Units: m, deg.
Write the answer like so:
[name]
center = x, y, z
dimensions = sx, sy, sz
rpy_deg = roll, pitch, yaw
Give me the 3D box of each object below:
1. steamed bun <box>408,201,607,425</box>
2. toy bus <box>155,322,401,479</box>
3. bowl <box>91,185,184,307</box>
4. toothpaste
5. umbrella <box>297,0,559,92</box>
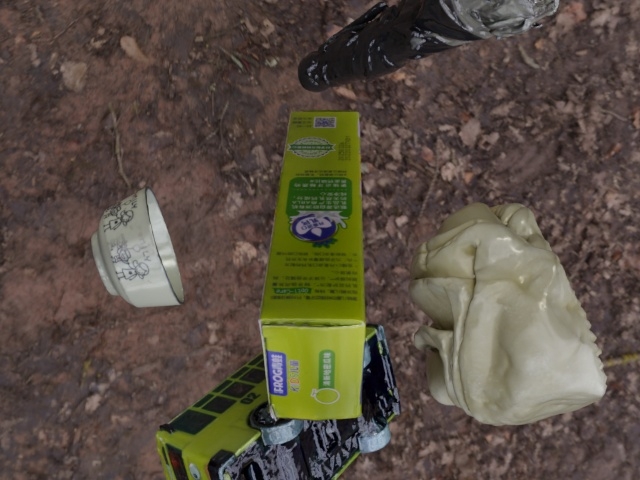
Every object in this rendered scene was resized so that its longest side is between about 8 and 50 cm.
[steamed bun]
center = 0.207, 0.087, 0.818
dimensions = 0.203, 0.289, 0.276
rpy_deg = -22, 157, 12
[toy bus]
center = -0.040, 0.196, 0.691
dimensions = 0.262, 0.150, 0.128
rpy_deg = -32, 115, -45
[bowl]
center = -0.350, 0.028, 1.237
dimensions = 0.126, 0.237, 0.237
rpy_deg = -18, 118, -6
[toothpaste]
center = 0.000, 0.000, 0.599
dimensions = 0.077, 0.327, 0.110
rpy_deg = 2, 128, 1
[umbrella]
center = 0.098, -0.251, 0.761
dimensions = 0.113, 0.358, 0.106
rpy_deg = -48, 117, -36
